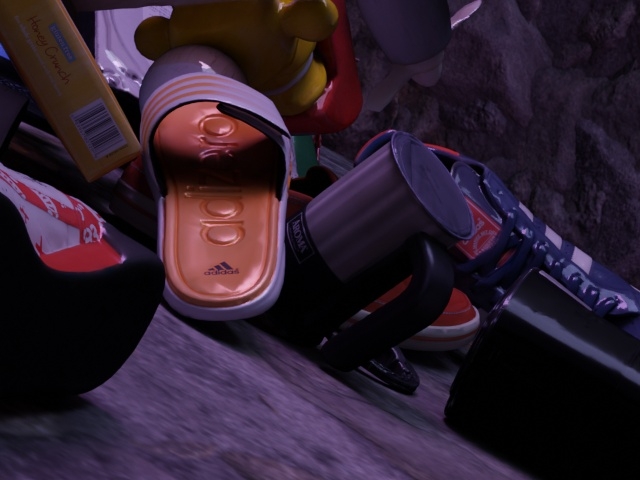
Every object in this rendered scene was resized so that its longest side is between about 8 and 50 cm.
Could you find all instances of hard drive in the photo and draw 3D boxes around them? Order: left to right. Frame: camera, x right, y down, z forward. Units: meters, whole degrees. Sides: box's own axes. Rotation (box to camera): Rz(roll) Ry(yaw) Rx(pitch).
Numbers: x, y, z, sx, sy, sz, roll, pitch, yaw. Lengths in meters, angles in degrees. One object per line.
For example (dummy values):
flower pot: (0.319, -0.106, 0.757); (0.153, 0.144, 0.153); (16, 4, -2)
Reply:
hard drive: (-0.138, -0.180, 1.637); (0.237, 0.064, 0.339); (31, 28, -27)

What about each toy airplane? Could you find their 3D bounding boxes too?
toy airplane: (-0.083, -0.202, 1.300); (0.384, 0.272, 0.386); (19, -24, -17)

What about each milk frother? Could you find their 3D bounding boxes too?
milk frother: (0.048, 0.022, 1.114); (0.143, 0.134, 0.129); (13, 46, -57)

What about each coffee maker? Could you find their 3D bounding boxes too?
coffee maker: (0.181, 0.105, 1.096); (0.178, 0.120, 0.171); (28, 7, 10)

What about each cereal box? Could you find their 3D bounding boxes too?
cereal box: (-0.188, -0.126, 1.165); (0.173, 0.047, 0.240); (60, -7, -7)

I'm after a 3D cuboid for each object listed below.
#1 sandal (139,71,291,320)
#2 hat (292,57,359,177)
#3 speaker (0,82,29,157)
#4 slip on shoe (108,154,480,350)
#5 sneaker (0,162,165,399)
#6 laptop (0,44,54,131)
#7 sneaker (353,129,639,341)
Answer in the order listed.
sandal: (-0.062, -0.051, 1.076); (0.102, 0.076, 0.265); (-2, 34, -8)
hat: (-0.027, -0.136, 1.890); (0.173, 0.184, 0.208); (24, 7, -27)
speaker: (-0.270, -0.104, 1.152); (0.136, 0.055, 0.055); (28, 6, -5)
slip on shoe: (0.000, 0.000, 1.270); (0.331, 0.101, 0.123); (26, 4, -31)
sneaker: (-0.167, -0.005, 0.618); (0.145, 0.090, 0.270); (29, 2, 15)
laptop: (-0.286, -0.207, 1.559); (0.234, 0.137, 0.264); (24, 7, -29)
sneaker: (0.150, 0.023, 1.394); (0.350, 0.131, 0.148); (35, -11, 36)
